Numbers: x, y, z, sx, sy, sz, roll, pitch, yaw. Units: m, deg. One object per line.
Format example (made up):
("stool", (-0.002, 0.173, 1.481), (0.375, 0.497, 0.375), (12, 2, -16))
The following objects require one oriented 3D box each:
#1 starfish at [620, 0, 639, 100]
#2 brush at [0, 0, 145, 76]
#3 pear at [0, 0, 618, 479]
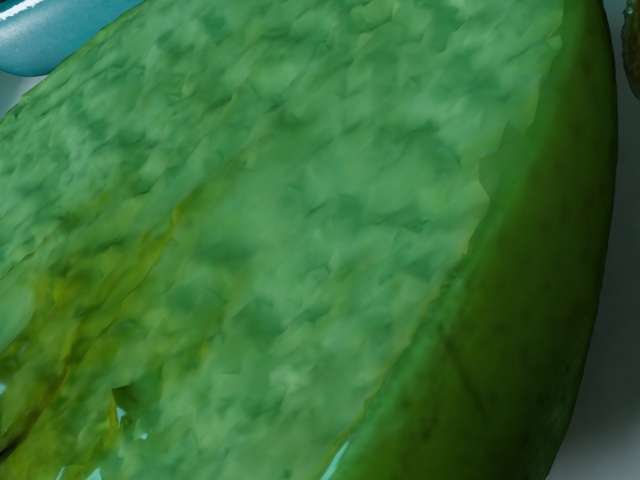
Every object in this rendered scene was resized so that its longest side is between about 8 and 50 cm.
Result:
("starfish", (0.167, -0.113, 0.425), (0.213, 0.057, 0.238), (-14, 97, 13))
("brush", (-0.073, -0.113, 0.717), (0.193, 0.043, 0.032), (-20, 46, 36))
("pear", (0.004, 0.003, 0.535), (0.239, 0.139, 0.288), (-55, 32, 5))
